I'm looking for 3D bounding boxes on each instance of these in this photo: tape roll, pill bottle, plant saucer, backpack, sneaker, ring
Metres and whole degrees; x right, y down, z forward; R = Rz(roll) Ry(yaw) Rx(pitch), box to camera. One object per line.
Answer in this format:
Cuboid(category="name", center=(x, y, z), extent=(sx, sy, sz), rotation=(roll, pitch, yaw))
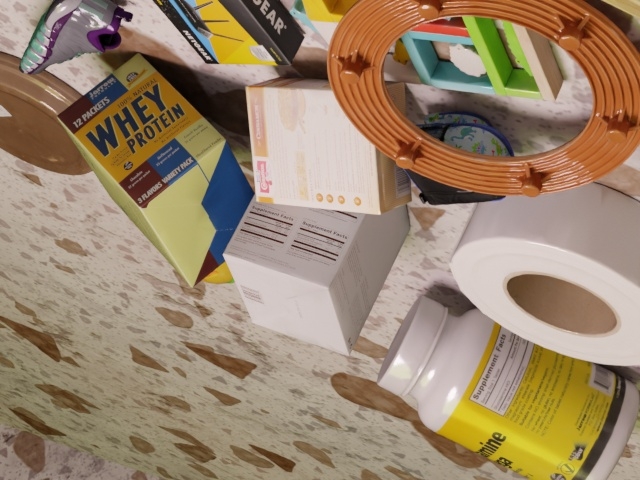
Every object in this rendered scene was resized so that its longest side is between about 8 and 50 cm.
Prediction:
Cuboid(category="tape roll", center=(0.304, 0.038, 1.916), extent=(0.286, 0.100, 0.286), rotation=(22, 157, 10))
Cuboid(category="pill bottle", center=(0.257, 0.212, 2.217), extent=(0.334, 0.188, 0.188), rotation=(27, 157, -1))
Cuboid(category="plant saucer", center=(-0.421, -0.176, 2.286), extent=(0.278, 0.041, 0.278), rotation=(23, 157, 10))
Cuboid(category="backpack", center=(0.161, -0.095, 1.799), extent=(0.114, 0.084, 0.105), rotation=(3, 147, 32))
Cuboid(category="sneaker", center=(-0.306, -0.245, 1.973), extent=(0.098, 0.083, 0.224), rotation=(27, 157, -14))
Cuboid(category="ring", center=(0.168, -0.146, 1.621), extent=(0.337, 0.032, 0.336), rotation=(12, 147, 8))

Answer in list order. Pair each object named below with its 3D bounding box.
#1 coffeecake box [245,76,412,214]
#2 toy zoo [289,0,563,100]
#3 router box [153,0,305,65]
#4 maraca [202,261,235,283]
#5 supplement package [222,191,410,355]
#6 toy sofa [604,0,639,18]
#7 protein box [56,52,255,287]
Cuboid(category="coffeecake box", center=(0.009, -0.113, 1.847), extent=(0.186, 0.068, 0.142), rotation=(7, 109, 37))
Cuboid(category="toy zoo", center=(0.092, -0.229, 1.657), extent=(0.293, 0.030, 0.192), rotation=(11, 153, 30))
Cuboid(category="router box", center=(-0.118, -0.268, 1.771), extent=(0.133, 0.046, 0.179), rotation=(5, 149, 39))
Cuboid(category="maraca", center=(-0.180, -0.014, 2.314), extent=(0.185, 0.099, 0.127), rotation=(51, 152, 8))
Cuboid(category="supplement package", center=(0.000, 0.000, 2.015), extent=(0.149, 0.203, 0.194), rotation=(18, 155, 19))
Cuboid(category="toy sofa", center=(0.262, -0.245, 1.314), extent=(0.363, 0.177, 0.150), rotation=(26, -164, -1))
Cuboid(category="protein box", center=(-0.197, -0.088, 2.022), extent=(0.201, 0.136, 0.200), rotation=(45, 169, 33))
